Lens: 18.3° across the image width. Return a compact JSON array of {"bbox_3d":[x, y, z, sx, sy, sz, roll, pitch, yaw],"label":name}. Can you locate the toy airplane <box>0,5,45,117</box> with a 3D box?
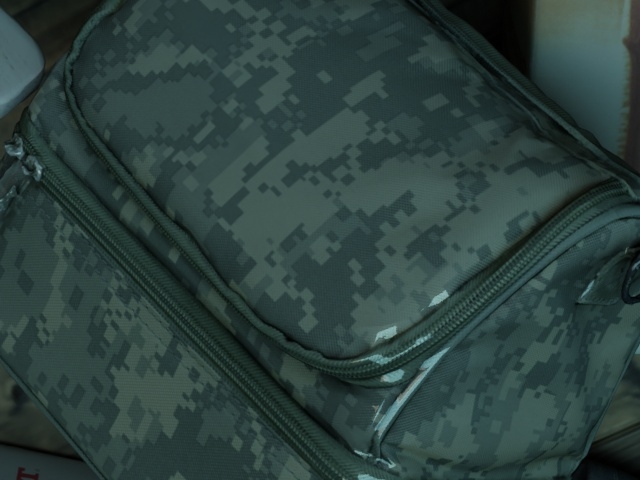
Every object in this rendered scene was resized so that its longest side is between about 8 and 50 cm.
[{"bbox_3d":[-0.298,-0.014,0.906,0.384,0.386,0.272,-34,74,25],"label":"toy airplane"}]

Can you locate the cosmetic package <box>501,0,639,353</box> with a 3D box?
[{"bbox_3d":[0.159,-0.105,0.998,0.129,0.153,0.296,0,117,-1],"label":"cosmetic package"}]

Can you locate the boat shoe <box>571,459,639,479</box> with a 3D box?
[{"bbox_3d":[0.123,0.227,1.217,0.076,0.080,0.228,33,112,-11],"label":"boat shoe"}]

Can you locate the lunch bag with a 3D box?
[{"bbox_3d":[0.000,0.000,0.932,0.212,0.305,0.256,13,117,-53],"label":"lunch bag"}]

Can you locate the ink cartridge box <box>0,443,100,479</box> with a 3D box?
[{"bbox_3d":[-0.071,0.250,1.137,0.306,0.226,0.131,11,116,-7],"label":"ink cartridge box"}]
